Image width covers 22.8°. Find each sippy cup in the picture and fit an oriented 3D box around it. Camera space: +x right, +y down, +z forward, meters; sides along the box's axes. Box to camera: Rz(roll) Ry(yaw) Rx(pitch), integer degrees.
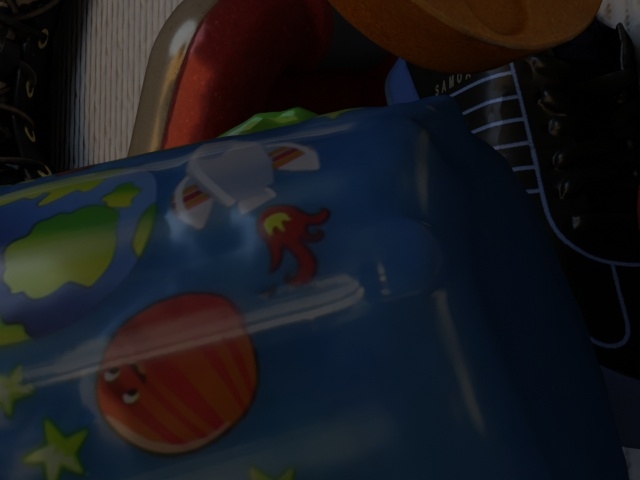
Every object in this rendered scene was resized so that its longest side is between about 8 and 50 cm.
[{"bbox_3d":[-0.035,0.069,0.470,0.224,0.240,0.305,-20,64,18],"label":"sippy cup"}]

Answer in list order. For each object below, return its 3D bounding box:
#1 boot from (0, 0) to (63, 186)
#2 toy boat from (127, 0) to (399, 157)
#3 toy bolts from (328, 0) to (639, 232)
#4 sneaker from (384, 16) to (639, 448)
[{"bbox_3d":[-0.237,-0.110,1.168,0.377,0.138,0.284,-150,68,-66],"label":"boot"},{"bbox_3d":[0.000,0.000,0.718,0.151,0.151,0.231,23,108,31],"label":"toy boat"},{"bbox_3d":[0.129,-0.085,0.415,0.158,0.218,0.228,-38,70,47],"label":"toy bolts"},{"bbox_3d":[0.086,-0.033,0.590,0.232,0.081,0.090,-114,34,-43],"label":"sneaker"}]
